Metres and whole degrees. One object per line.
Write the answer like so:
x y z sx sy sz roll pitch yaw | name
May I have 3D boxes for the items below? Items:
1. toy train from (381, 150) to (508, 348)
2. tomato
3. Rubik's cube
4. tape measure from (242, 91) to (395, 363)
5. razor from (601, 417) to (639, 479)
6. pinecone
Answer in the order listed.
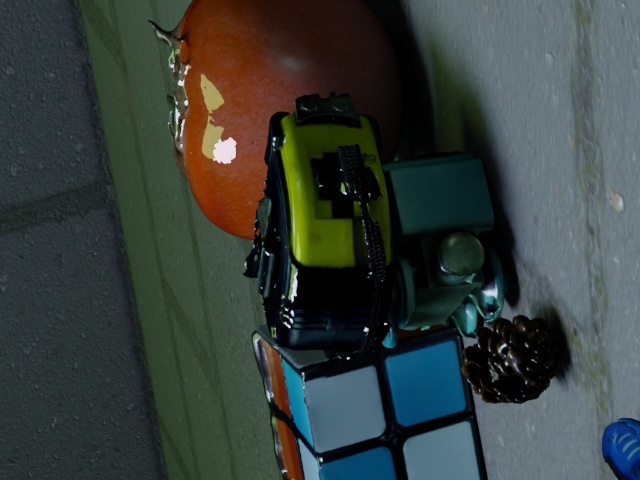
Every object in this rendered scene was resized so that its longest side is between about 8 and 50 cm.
0.093 0.010 1.723 0.198 0.107 0.154 118 143 -71 | toy train
-0.039 -0.128 1.833 0.256 0.224 0.256 175 90 -81 | tomato
0.046 0.165 1.947 0.180 0.167 0.183 -148 44 -70 | Rubik's cube
0.000 0.000 1.656 0.186 0.112 0.199 -105 17 -50 | tape measure
0.266 0.222 1.333 0.056 0.093 0.324 41 -170 -30 | razor
0.157 0.093 1.605 0.083 0.077 0.077 -58 44 43 | pinecone
